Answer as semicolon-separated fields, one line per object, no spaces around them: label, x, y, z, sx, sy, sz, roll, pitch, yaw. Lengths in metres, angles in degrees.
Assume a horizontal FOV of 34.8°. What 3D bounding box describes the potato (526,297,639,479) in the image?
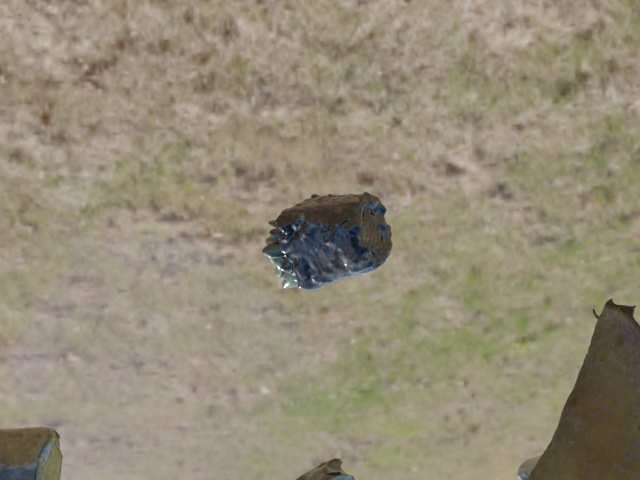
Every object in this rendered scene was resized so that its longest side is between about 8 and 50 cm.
potato;0.230;0.180;0.754;0.098;0.243;0.138;28;177;-30

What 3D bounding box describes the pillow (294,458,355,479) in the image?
pillow;-0.033;0.357;0.750;0.310;0.283;0.138;-36;-165;-6

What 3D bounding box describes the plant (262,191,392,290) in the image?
plant;0.000;0.000;1.506;0.194;0.129;0.132;-13;-172;32

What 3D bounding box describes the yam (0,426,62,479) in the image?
yam;-0.342;0.172;0.766;0.299;0.066;0.066;-2;160;5

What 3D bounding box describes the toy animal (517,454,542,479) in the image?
toy animal;0.264;0.249;0.866;0.131;0.182;0.127;-23;127;0
